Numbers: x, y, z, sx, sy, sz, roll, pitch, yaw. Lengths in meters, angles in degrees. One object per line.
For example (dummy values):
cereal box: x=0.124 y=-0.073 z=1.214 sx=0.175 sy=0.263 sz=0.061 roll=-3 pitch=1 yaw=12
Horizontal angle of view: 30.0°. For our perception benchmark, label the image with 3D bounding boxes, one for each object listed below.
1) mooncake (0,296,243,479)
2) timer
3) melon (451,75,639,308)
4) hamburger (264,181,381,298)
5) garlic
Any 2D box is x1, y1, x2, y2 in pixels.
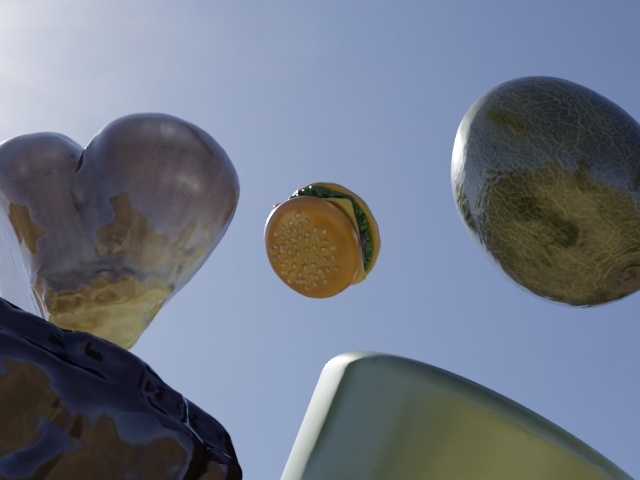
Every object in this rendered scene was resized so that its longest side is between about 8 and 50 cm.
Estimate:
mooncake: x=-0.186 y=0.127 z=0.755 sx=0.283 sy=0.141 sz=0.283 roll=18 pitch=-20 yaw=7
timer: x=0.054 y=0.279 z=0.832 sx=0.291 sy=0.315 sz=0.291 roll=30 pitch=-19 yaw=11
melon: x=0.281 y=-0.061 z=1.414 sx=0.237 sy=0.301 sz=0.237 roll=-18 pitch=-40 yaw=-16
hamburger: x=0.000 y=0.000 z=1.641 sx=0.162 sy=0.115 sz=0.162 roll=10 pitch=-69 yaw=27
garlic: x=-0.193 y=0.003 z=1.134 sx=0.231 sy=0.246 sz=0.340 roll=-21 pitch=-12 yaw=-17
